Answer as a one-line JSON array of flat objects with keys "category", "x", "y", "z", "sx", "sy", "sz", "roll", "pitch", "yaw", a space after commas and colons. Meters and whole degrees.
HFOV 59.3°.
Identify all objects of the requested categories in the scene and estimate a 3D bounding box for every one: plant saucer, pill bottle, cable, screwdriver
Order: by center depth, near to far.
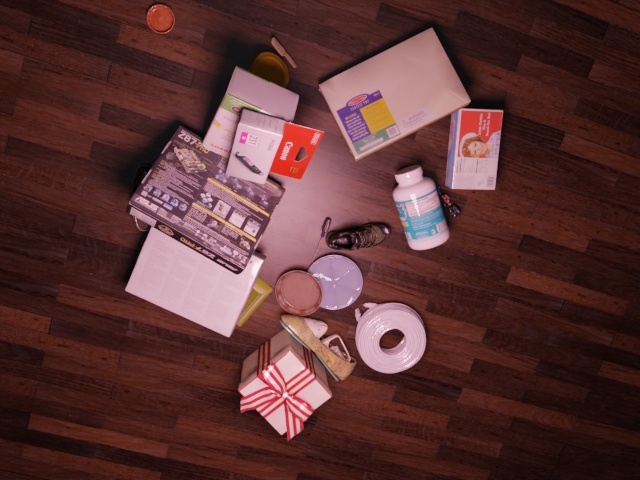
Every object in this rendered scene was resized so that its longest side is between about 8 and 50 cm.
[{"category": "plant saucer", "x": -0.489, "y": -0.678, "z": 1.723, "sx": 0.083, "sy": 0.013, "sz": 0.084, "roll": -1, "pitch": 103, "yaw": -6}, {"category": "pill bottle", "x": 0.329, "y": -0.112, "z": 1.876, "sx": 0.146, "sy": 0.146, "sz": 0.264, "roll": -20, "pitch": 104, "yaw": 0}, {"category": "plant saucer", "x": -0.292, "y": 0.187, "z": 1.939, "sx": 0.188, "sy": 0.045, "sz": 0.188, "roll": 40, "pitch": 97, "yaw": -13}, {"category": "screwdriver", "x": 0.000, "y": 0.000, "z": 1.941, "sx": 0.024, "sy": 0.025, "sz": 0.170, "roll": 19, "pitch": 110, "yaw": -10}, {"category": "plant saucer", "x": -0.072, "y": 0.179, "z": 1.949, "sx": 0.168, "sy": 0.029, "sz": 0.169, "roll": 4, "pitch": 109, "yaw": 12}, {"category": "cable", "x": 0.253, "y": 0.347, "z": 2.009, "sx": 0.256, "sy": 0.089, "sz": 0.257, "roll": -4, "pitch": 104, "yaw": -5}]

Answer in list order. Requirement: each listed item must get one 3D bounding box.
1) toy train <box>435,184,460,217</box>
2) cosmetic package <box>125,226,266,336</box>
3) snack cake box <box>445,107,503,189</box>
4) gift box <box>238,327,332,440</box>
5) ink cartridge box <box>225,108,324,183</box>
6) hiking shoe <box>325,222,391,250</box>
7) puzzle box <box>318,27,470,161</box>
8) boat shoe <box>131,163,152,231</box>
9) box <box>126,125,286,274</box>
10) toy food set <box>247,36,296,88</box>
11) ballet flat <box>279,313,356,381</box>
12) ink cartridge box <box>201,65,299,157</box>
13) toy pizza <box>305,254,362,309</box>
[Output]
[{"category": "toy train", "x": 0.428, "y": -0.142, "z": 1.939, "sx": 0.036, "sy": 0.027, "sz": 0.158, "roll": -45, "pitch": 104, "yaw": 2}, {"category": "cosmetic package", "x": -0.407, "y": 0.106, "z": 1.850, "sx": 0.377, "sy": 0.097, "sz": 0.285, "roll": 25, "pitch": 99, "yaw": -2}, {"category": "snack cake box", "x": 0.509, "y": -0.305, "z": 1.876, "sx": 0.152, "sy": 0.089, "sz": 0.265, "roll": 2, "pitch": 103, "yaw": -4}, {"category": "gift box", "x": -0.130, "y": 0.496, "z": 1.922, "sx": 0.276, "sy": 0.258, "sz": 0.255, "roll": -44, "pitch": 103, "yaw": 5}, {"category": "ink cartridge box", "x": -0.143, "y": -0.255, "z": 1.662, "sx": 0.238, "sy": 0.275, "sz": 0.060, "roll": 14, "pitch": 62, "yaw": -11}, {"category": "hiking shoe", "x": 0.134, "y": 0.000, "z": 1.899, "sx": 0.226, "sy": 0.114, "sz": 0.086, "roll": -12, "pitch": 105, "yaw": -3}, {"category": "puzzle box", "x": 0.231, "y": -0.463, "z": 1.787, "sx": 0.408, "sy": 0.052, "sz": 0.272, "roll": -26, "pitch": 86, "yaw": 1}, {"category": "boat shoe", "x": -0.575, "y": -0.132, "z": 1.817, "sx": 0.080, "sy": 0.073, "sz": 0.224, "roll": 4, "pitch": 103, "yaw": -7}, {"category": "box", "x": -0.346, "y": -0.126, "z": 1.748, "sx": 0.394, "sy": 0.097, "sz": 0.318, "roll": 30, "pitch": 64, "yaw": -12}, {"category": "toy food set", "x": -0.170, "y": -0.509, "z": 1.752, "sx": 0.128, "sy": 0.071, "sz": 0.218, "roll": 41, "pitch": 60, "yaw": -25}, {"category": "ballet flat", "x": 0.003, "y": 0.352, "z": 1.975, "sx": 0.123, "sy": 0.123, "sz": 0.348, "roll": -40, "pitch": 110, "yaw": 5}, {"category": "ink cartridge box", "x": -0.215, "y": -0.357, "z": 1.685, "sx": 0.201, "sy": 0.278, "sz": 0.117, "roll": 21, "pitch": 60, "yaw": -17}, {"category": "toy pizza", "x": 0.047, "y": 0.145, "z": 1.967, "sx": 0.201, "sy": 0.032, "sz": 0.202, "roll": 0, "pitch": 105, "yaw": -1}]
